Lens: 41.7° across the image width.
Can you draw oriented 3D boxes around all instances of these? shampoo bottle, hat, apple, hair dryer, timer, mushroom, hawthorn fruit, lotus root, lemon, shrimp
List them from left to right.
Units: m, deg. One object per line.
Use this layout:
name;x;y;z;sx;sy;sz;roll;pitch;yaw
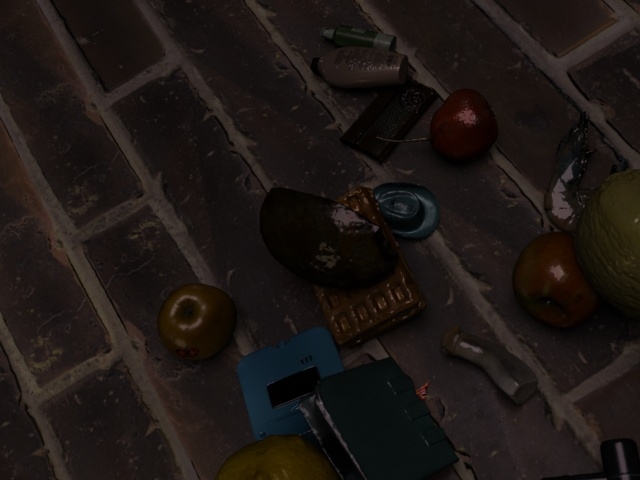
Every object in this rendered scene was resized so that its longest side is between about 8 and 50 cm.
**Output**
apple;-0.283;0.182;1.907;0.183;0.155;0.182;-6;63;11
lemon;-0.081;0.509;1.630;0.268;0.322;0.268;-15;53;21
timer;-0.048;0.333;1.851;0.232;0.091;0.250;-22;52;2
lotus root;-0.002;0.006;1.804;0.314;0.210;0.142;17;69;42
shampoo bottle;0.096;-0.530;2.215;0.205;0.065;0.065;16;70;18
shampoo bottle;0.094;-0.444;2.156;0.257;0.078;0.127;10;67;24
hat;0.185;-0.076;1.975;0.191;0.078;0.138;8;71;15
hawthorn fruit;0.278;-0.254;2.006;0.286;0.165;0.165;-18;63;9
mushroom;0.356;0.256;1.788;0.223;0.081;0.092;37;57;27
apple;0.506;0.079;1.780;0.196;0.196;0.195;-4;65;9
hair dryer;0.526;0.470;1.669;0.219;0.071;0.124;-13;62;15
shrimp;0.622;-0.151;1.929;0.178;0.075;0.289;17;69;10

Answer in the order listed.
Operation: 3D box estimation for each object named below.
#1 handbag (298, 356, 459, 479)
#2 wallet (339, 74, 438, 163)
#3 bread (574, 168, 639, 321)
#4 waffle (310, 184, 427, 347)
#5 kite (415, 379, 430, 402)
handbag;0.111;0.385;1.681;0.268;0.274;0.100;55;128;18
wallet;0.172;-0.313;2.109;0.133;0.039;0.243;33;73;27
bread;0.661;0.005;1.631;0.321;0.237;0.320;10;59;-18
waffle;0.079;0.058;1.894;0.224;0.098;0.327;-29;66;12
kite;0.162;0.401;1.798;0.125;0.008;0.222;5;67;14
